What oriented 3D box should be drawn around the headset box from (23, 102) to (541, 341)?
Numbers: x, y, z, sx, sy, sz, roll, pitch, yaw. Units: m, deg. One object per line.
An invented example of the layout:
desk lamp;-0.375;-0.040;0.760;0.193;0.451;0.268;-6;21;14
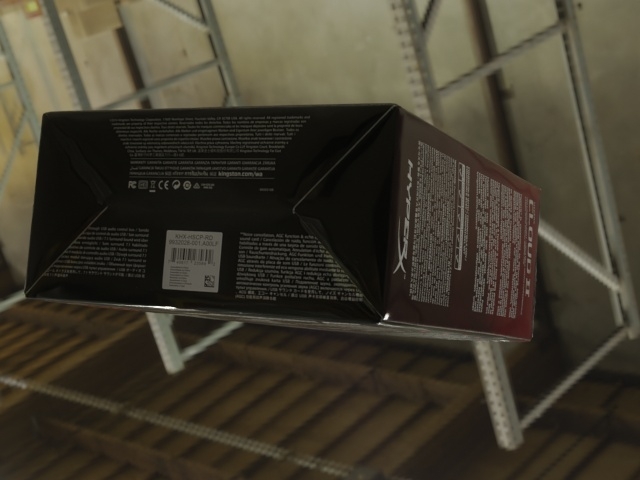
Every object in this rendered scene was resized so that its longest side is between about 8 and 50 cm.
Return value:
headset box;0.000;0.000;0.707;0.218;0.110;0.293;2;174;27
